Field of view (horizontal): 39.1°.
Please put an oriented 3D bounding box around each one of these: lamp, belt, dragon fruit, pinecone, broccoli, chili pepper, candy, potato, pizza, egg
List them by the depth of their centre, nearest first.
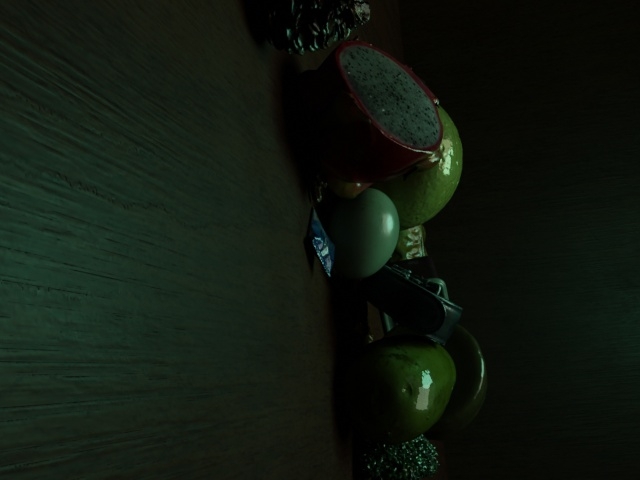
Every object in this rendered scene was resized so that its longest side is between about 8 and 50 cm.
[{"bbox_3d":[-0.011,-0.417,1.514,0.221,0.221,0.221,-7,90,-78],"label":"pinecone"},{"bbox_3d":[0.000,0.001,1.743,0.136,0.038,0.088,-91,155,-59],"label":"candy"},{"bbox_3d":[0.074,-0.218,1.756,0.305,0.226,0.305,27,43,-28],"label":"dragon fruit"},{"bbox_3d":[-0.012,-0.122,1.765,0.063,0.031,0.083,-84,158,-49],"label":"lamp"},{"bbox_3d":[0.084,-0.014,1.847,0.149,0.149,0.192,-30,141,-77],"label":"egg"},{"bbox_3d":[0.166,0.299,1.871,0.304,0.216,0.215,-31,117,-48],"label":"potato"},{"bbox_3d":[0.195,0.128,1.902,0.116,0.206,0.267,-61,-151,1],"label":"belt"},{"bbox_3d":[0.142,0.486,1.957,0.219,0.194,0.194,-118,-172,-48],"label":"broccoli"},{"bbox_3d":[0.074,0.141,1.991,0.059,0.050,0.268,15,56,-28],"label":"chili pepper"},{"bbox_3d":[0.111,0.284,2.042,0.161,0.063,0.182,66,20,-60],"label":"pizza"}]

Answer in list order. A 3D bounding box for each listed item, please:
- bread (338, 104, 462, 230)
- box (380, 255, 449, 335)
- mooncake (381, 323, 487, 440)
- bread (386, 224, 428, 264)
[{"bbox_3d":[0.164,-0.179,1.989,0.237,0.321,0.320,30,54,-72],"label":"bread"},{"bbox_3d":[0.270,0.195,2.572,0.167,0.193,0.294,-94,171,-59],"label":"box"},{"bbox_3d":[0.260,0.335,2.175,0.155,0.284,0.284,60,26,-63],"label":"mooncake"},{"bbox_3d":[0.263,0.051,2.741,0.152,0.130,0.267,19,65,-67],"label":"bread"}]
